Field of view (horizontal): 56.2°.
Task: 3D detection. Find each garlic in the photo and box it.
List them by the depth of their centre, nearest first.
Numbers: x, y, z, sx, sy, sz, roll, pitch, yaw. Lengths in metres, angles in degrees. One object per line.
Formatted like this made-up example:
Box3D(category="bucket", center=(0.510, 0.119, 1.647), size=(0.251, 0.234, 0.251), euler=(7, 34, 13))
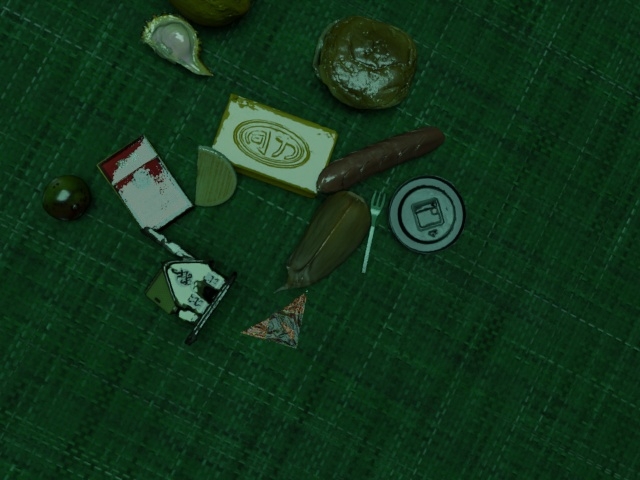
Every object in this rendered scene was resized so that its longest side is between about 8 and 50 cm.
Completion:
Box3D(category="garlic", center=(-0.006, 0.011, 1.611), size=(0.151, 0.196, 0.338), euler=(41, 87, 14))

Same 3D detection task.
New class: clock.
Box3D(category="clock", center=(0.301, -0.073, 1.710), size=(0.226, 0.049, 0.226), euler=(0, 89, -4))

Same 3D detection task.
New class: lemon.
Box3D(category="lemon", center=(-0.305, -0.713, 1.577), size=(0.310, 0.258, 0.258), euler=(36, 85, -9))

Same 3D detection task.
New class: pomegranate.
Box3D(category="pomegranate", center=(-0.676, -0.114, 1.598), size=(0.130, 0.130, 0.130), euler=(0, 88, -5))

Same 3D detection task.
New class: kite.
Box3D(category="kite", center=(-0.100, 0.251, 1.681), size=(0.222, 0.008, 0.125), euler=(-31, 91, -6))

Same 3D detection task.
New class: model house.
Box3D(category="model house", center=(-0.387, 0.106, 1.562), size=(0.278, 0.205, 0.218), euler=(34, 84, -5))

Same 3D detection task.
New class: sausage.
Box3D(category="sausage", center=(0.166, -0.228, 1.647), size=(0.433, 0.088, 0.088), euler=(-25, 90, -21))

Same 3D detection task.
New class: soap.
Box3D(category="soap", center=(-0.130, -0.261, 1.654), size=(0.324, 0.096, 0.204), euler=(18, 87, -4))

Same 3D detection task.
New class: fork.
Box3D(category="fork", center=(0.143, -0.023, 1.708), size=(0.039, 0.021, 0.235), euler=(13, 88, 0))

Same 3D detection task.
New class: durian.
Box3D(category="durian", center=(-0.388, -0.528, 1.657), size=(0.224, 0.078, 0.140), euler=(44, 73, -13))

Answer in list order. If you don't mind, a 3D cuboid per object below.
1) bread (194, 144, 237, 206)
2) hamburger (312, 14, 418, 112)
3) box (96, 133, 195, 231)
Box3D(category="bread", center=(-0.279, -0.169, 1.620), size=(0.112, 0.036, 0.193), euler=(9, 130, -4))
Box3D(category="hamburger", center=(0.125, -0.496, 1.667), size=(0.285, 0.134, 0.265), euler=(16, 88, -6))
Box3D(category="box", center=(-0.472, -0.147, 1.633), size=(0.153, 0.074, 0.240), euler=(-35, 91, -1))
